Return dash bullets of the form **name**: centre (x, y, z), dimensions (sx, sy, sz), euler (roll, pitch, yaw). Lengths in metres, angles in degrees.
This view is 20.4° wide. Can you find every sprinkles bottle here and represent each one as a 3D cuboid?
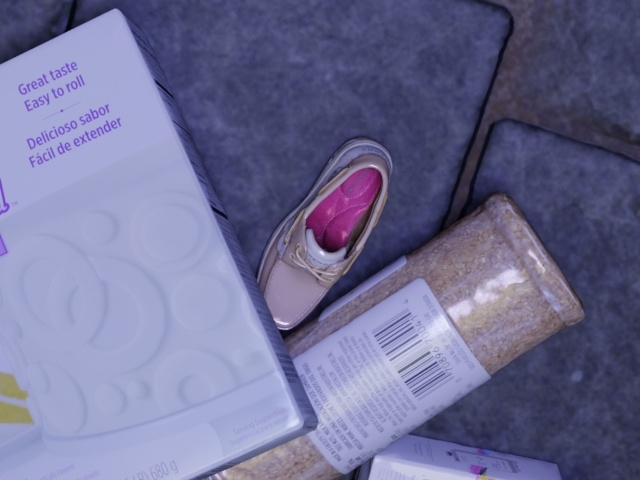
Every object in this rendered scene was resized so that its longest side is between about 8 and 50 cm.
- **sprinkles bottle**: centre (0.026, 0.107, 1.365), dimensions (0.355, 0.121, 0.121), euler (-34, 104, 6)

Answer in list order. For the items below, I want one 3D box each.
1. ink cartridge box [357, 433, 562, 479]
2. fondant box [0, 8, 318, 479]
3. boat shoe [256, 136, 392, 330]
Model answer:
- **ink cartridge box**: centre (0.125, 0.231, 1.433), dimensions (0.198, 0.067, 0.115), euler (12, 105, -4)
- **fondant box**: centre (-0.178, 0.034, 1.292), dimensions (0.238, 0.096, 0.330), euler (-25, 81, 4)
- **boat shoe**: centre (0.000, 0.000, 1.367), dimensions (0.063, 0.059, 0.170), euler (26, 104, -10)
